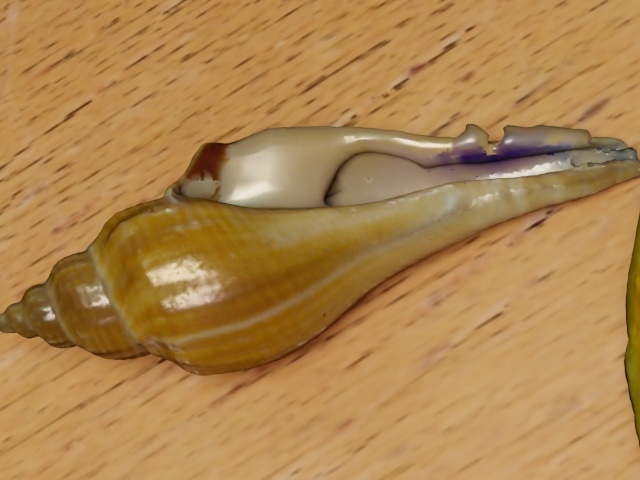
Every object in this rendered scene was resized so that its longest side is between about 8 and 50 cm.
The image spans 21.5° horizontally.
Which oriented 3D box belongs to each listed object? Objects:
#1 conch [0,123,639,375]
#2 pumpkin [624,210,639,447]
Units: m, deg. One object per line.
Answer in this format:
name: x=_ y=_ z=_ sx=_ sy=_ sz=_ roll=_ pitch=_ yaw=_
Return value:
conch: x=0.000 y=0.004 z=0.835 sx=0.330 sy=0.093 sz=0.109 roll=-11 pitch=42 yaw=-9
pumpkin: x=0.238 y=0.012 z=0.728 sx=0.148 sy=0.169 sz=0.312 roll=10 pitch=93 yaw=64
